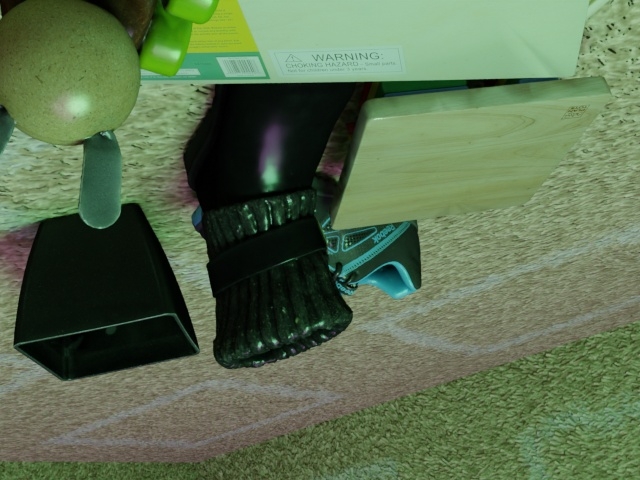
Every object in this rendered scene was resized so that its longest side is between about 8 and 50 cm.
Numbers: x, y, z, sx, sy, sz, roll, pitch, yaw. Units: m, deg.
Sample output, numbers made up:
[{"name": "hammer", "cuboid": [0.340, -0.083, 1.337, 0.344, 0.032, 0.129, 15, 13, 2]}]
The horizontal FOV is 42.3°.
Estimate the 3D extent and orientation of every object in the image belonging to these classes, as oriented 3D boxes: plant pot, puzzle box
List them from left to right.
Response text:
[{"name": "plant pot", "cuboid": [-0.269, 0.061, 1.047, 0.188, 0.167, 0.187, -10, 158, -2]}, {"name": "puzzle box", "cuboid": [-0.024, -0.199, 0.559, 0.408, 0.052, 0.272, 1, 160, 11]}]

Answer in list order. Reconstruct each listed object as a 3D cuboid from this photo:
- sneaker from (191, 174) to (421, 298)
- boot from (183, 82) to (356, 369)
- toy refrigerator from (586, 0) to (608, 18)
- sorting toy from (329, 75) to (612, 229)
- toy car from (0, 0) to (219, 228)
[{"name": "sneaker", "cuboid": [0.000, 0.000, 1.075, 0.340, 0.140, 0.125, 4, 156, -31]}, {"name": "boot", "cuboid": [-0.033, -0.035, 0.812, 0.131, 0.260, 0.348, -3, 156, -22]}, {"name": "toy refrigerator", "cuboid": [0.237, -0.272, 0.603, 0.102, 0.094, 0.269, 3, 154, -33]}, {"name": "sorting toy", "cuboid": [0.145, -0.118, 0.931, 0.257, 0.089, 0.255, -8, 158, -11]}, {"name": "toy car", "cuboid": [-0.156, -0.102, 0.501, 0.155, 0.188, 0.149, 14, 158, -22]}]
